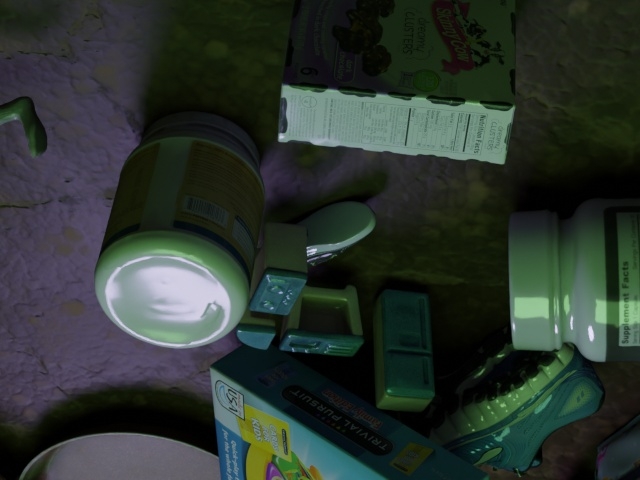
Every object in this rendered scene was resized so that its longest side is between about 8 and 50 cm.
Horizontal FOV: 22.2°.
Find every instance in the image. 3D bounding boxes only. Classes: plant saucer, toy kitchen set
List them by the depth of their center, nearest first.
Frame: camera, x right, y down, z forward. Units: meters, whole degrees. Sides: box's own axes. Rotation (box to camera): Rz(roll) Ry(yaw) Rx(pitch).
[{"bbox_3d":[0.027,0.078,1.624,0.207,0.122,0.166,6,151,-14],"label":"toy kitchen set"},{"bbox_3d":[-0.213,0.317,1.985,0.311,0.050,0.310,3,134,3],"label":"plant saucer"}]

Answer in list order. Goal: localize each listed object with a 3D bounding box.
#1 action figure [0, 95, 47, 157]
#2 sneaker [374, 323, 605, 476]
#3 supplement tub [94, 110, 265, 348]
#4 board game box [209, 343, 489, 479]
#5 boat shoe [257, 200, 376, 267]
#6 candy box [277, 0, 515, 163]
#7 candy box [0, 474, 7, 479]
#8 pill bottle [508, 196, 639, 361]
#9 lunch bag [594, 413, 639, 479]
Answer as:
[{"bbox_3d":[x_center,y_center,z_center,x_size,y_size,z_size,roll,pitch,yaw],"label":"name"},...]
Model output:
[{"bbox_3d":[-0.422,-0.107,1.563,0.330,0.178,0.341,-13,159,27],"label":"action figure"},{"bbox_3d":[0.169,0.217,1.789,0.330,0.129,0.147,-32,121,31],"label":"sneaker"},{"bbox_3d":[-0.129,-0.013,1.547,0.144,0.199,0.144,4,134,4],"label":"supplement tub"},{"bbox_3d":[0.027,0.285,1.743,0.336,0.079,0.253,28,135,38],"label":"board game box"},{"bbox_3d":[0.000,0.000,1.658,0.142,0.049,0.040,-20,145,27],"label":"boat shoe"},{"bbox_3d":[0.069,-0.154,1.411,0.196,0.164,0.070,5,136,1],"label":"candy box"},{"bbox_3d":[-0.430,0.338,1.990,0.109,0.053,0.187,45,139,-18],"label":"candy box"},{"bbox_3d":[0.326,0.037,1.571,0.283,0.161,0.161,-1,134,9],"label":"pill bottle"},{"bbox_3d":[0.420,0.286,1.760,0.262,0.223,0.160,-8,127,16],"label":"lunch bag"}]
